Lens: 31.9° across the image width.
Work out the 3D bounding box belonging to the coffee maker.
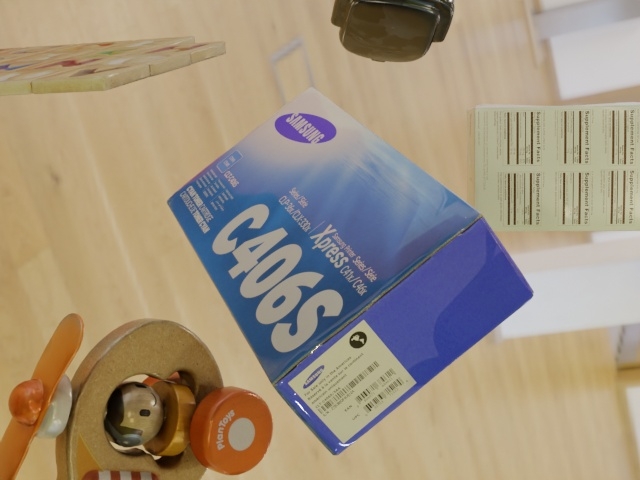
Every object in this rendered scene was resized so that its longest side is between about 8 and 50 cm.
[{"bbox_3d":[0.066,-0.273,0.998,0.171,0.120,0.178,54,38,-61],"label":"coffee maker"}]

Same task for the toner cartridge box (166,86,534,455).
[{"bbox_3d":[0.000,0.000,0.827,0.075,0.165,0.348,53,-3,-27],"label":"toner cartridge box"}]

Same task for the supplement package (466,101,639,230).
[{"bbox_3d":[0.283,-0.092,1.362,0.194,0.203,0.149,-56,146,-82],"label":"supplement package"}]

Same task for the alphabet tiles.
[{"bbox_3d":[-0.180,-0.086,0.579,0.198,0.237,0.009,-37,124,-62],"label":"alphabet tiles"}]

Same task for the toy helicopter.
[{"bbox_3d":[-0.222,0.224,1.027,0.235,0.140,0.355,48,64,-34],"label":"toy helicopter"}]
